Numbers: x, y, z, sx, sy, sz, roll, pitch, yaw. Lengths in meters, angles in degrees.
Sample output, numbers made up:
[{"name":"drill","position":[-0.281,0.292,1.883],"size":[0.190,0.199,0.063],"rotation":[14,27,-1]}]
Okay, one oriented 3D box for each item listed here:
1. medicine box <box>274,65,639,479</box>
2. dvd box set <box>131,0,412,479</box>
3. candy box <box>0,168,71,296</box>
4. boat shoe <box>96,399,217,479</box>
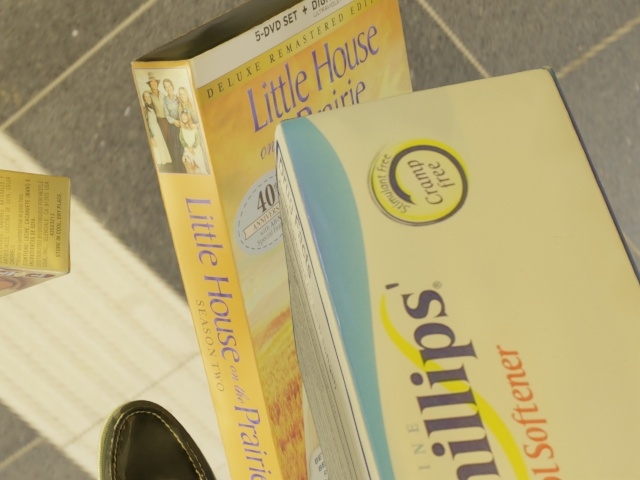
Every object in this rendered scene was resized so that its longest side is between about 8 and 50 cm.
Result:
[{"name":"medicine box","position":[0.080,0.105,0.698],"size":[0.149,0.263,0.289],"rotation":[-13,150,-6]},{"name":"dvd box set","position":[0.000,0.000,1.116],"size":[0.062,0.307,0.420],"rotation":[4,116,32]},{"name":"candy box","position":[-0.377,-0.012,1.034],"size":[0.316,0.087,0.183],"rotation":[5,168,-33]},{"name":"boat shoe","position":[-0.137,0.309,1.293],"size":[0.127,0.340,0.113],"rotation":[-8,162,-16]}]
